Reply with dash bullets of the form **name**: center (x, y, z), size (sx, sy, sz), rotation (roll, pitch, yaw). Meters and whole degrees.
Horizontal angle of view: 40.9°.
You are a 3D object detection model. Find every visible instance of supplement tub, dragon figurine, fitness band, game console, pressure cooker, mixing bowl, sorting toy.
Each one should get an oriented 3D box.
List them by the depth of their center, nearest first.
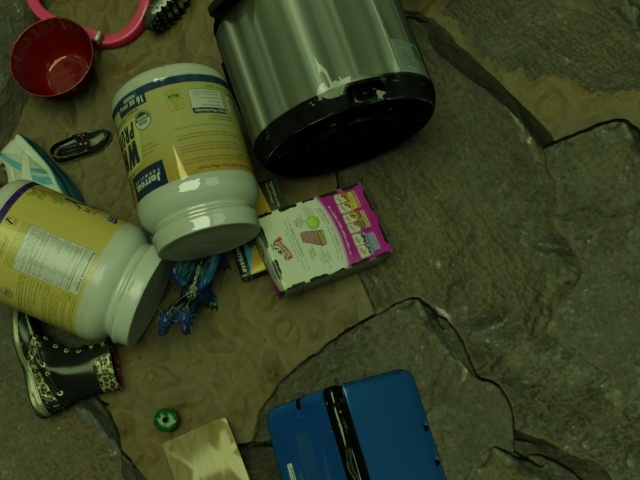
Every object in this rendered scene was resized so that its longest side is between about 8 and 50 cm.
- **supplement tub**: center (-0.244, -0.140, 1.586), size (0.228, 0.228, 0.316), rotation (-18, 76, 2)
- **game console**: center (0.071, 0.420, 1.612), size (0.250, 0.173, 0.293), rotation (-26, 72, 31)
- **sorting toy**: center (-0.210, 0.431, 1.628), size (0.132, 0.046, 0.274), rotation (-24, 74, 0)
- **supplement tub**: center (-0.474, 0.047, 1.640), size (0.331, 0.241, 0.241), rotation (23, 79, 1)
- **pressure cooker**: center (-0.004, -0.372, 1.641), size (0.376, 0.370, 0.420), rotation (-19, 78, -2)
- **dragon figurine**: center (-0.237, 0.059, 1.673), size (0.085, 0.144, 0.289), rotation (14, 78, 9)
- **mixing bowl**: center (-0.558, -0.373, 1.838), size (0.182, 0.098, 0.181), rotation (-2, 75, 6)
- **fitness band**: center (-0.511, -0.540, 1.898), size (0.291, 0.054, 0.209), rotation (21, 79, 10)

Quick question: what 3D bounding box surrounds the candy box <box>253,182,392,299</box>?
- **candy box**: center (0.000, 0.000, 1.667), size (0.234, 0.071, 0.159), rotation (-18, 74, -19)

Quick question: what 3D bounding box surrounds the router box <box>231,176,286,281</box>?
- **router box**: center (-0.123, -0.022, 1.731), size (0.133, 0.046, 0.178), rotation (-21, 75, 0)

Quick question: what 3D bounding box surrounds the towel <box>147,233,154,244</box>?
- **towel**: center (-0.303, -0.018, 1.759), size (0.067, 0.029, 0.119), rotation (41, 84, 13)

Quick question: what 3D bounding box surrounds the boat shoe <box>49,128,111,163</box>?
- **boat shoe**: center (-0.509, -0.203, 1.821), size (0.133, 0.042, 0.048), rotation (-22, 73, -1)

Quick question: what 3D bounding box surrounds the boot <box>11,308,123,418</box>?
- **boot**: center (-0.500, 0.215, 1.695), size (0.179, 0.085, 0.236), rotation (-17, 81, -1)

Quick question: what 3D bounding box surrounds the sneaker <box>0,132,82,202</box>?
- **sneaker**: center (-0.586, -0.120, 1.792), size (0.092, 0.087, 0.229), rotation (-46, 70, 2)

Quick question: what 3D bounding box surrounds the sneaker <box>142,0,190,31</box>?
- **sneaker**: center (-0.327, -0.559, 1.874), size (0.106, 0.078, 0.234), rotation (32, 78, 15)

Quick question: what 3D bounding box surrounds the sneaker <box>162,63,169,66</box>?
- **sneaker**: center (-0.288, -0.224, 1.767), size (0.147, 0.104, 0.295), rotation (9, 73, 14)
